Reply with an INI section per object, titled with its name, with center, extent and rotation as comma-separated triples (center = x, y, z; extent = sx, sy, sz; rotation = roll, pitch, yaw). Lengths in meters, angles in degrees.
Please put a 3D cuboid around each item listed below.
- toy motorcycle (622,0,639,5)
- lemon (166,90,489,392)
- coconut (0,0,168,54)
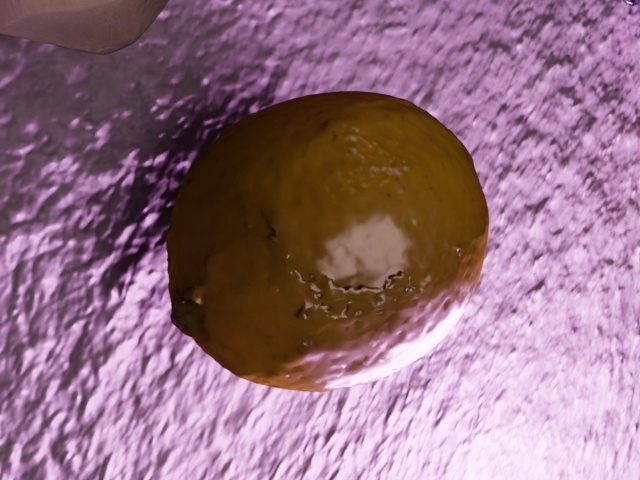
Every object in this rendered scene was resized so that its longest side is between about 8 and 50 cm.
[toy motorcycle]
center = 0.398, -0.296, 1.759
extent = 0.114, 0.076, 0.205
rotation = -11, 96, -33
[lemon]
center = 0.000, 0.000, 1.325
extent = 0.310, 0.253, 0.253
rotation = -22, 121, -31
[coconut]
center = -0.172, -0.230, 1.085
extent = 0.202, 0.202, 0.222
rotation = -44, 132, -27
